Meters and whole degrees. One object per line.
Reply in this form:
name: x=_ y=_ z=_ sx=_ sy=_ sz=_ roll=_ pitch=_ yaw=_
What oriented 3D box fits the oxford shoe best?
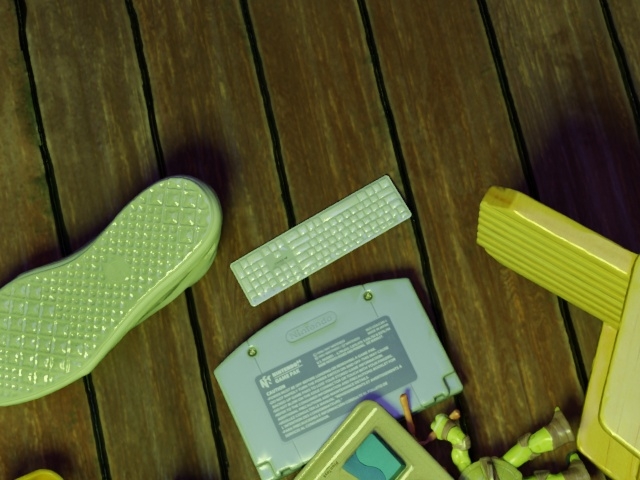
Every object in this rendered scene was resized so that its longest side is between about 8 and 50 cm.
oxford shoe: x=-0.305 y=0.076 z=1.836 sx=0.449 sy=0.130 sz=0.169 roll=-38 pitch=81 yaw=8

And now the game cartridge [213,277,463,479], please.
game cartridge: x=0.018 y=0.178 z=1.813 sx=0.297 sy=0.062 sz=0.198 roll=-25 pitch=72 yaw=0

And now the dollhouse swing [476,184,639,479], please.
dollhouse swing: x=0.307 y=0.141 z=1.638 sx=0.305 sy=0.347 sz=0.315 roll=15 pitch=80 yaw=8

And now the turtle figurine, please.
turtle figurine: x=0.225 y=0.296 z=1.733 sx=0.217 sy=0.087 sz=0.269 roll=-22 pitch=87 yaw=0

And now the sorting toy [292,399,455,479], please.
sorting toy: x=0.039 y=0.388 z=1.719 sx=0.229 sy=0.041 sz=0.307 roll=43 pitch=98 yaw=24

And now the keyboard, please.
keyboard: x=0.000 y=0.000 z=1.873 sx=0.256 sy=0.014 sz=0.072 roll=-30 pitch=76 yaw=-1

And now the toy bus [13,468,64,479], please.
toy bus: x=-0.379 y=0.397 z=1.767 sx=0.202 sy=0.104 sz=0.191 roll=-8 pitch=99 yaw=47
